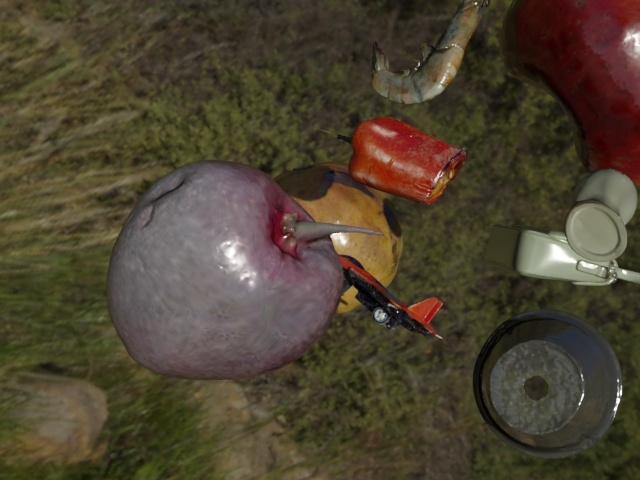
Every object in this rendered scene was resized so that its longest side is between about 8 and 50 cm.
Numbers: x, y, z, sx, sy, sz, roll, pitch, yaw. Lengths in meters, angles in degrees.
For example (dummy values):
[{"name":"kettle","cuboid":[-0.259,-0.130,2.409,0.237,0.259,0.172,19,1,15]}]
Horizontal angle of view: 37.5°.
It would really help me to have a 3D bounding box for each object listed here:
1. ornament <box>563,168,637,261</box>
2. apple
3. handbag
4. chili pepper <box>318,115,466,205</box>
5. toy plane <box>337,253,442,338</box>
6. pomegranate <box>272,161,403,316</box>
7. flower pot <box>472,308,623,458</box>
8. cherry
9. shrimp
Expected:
[{"name":"ornament","cuboid":[0.311,-0.033,1.053,0.075,0.081,0.156,52,28,-4]},{"name":"apple","cuboid":[0.465,-0.276,1.357,0.295,0.365,0.328,-143,-148,-67]},{"name":"handbag","cuboid":[0.383,0.029,1.463,0.256,0.219,0.079,-143,-115,-85]},{"name":"chili pepper","cuboid":[0.074,-0.099,1.076,0.192,0.084,0.086,25,6,31]},{"name":"toy plane","cuboid":[0.066,0.067,1.165,0.189,0.061,0.130,26,-2,21]},{"name":"pomegranate","cuboid":[0.000,0.000,1.584,0.281,0.281,0.281,48,25,-31]},{"name":"flower pot","cuboid":[0.382,0.253,1.634,0.269,0.269,0.166,66,18,12]},{"name":"cherry","cuboid":[-0.090,0.030,0.893,0.213,0.266,0.183,47,14,-19]},{"name":"shrimp","cuboid":[0.135,-0.262,1.228,0.035,0.148,0.195,41,74,-41]}]
